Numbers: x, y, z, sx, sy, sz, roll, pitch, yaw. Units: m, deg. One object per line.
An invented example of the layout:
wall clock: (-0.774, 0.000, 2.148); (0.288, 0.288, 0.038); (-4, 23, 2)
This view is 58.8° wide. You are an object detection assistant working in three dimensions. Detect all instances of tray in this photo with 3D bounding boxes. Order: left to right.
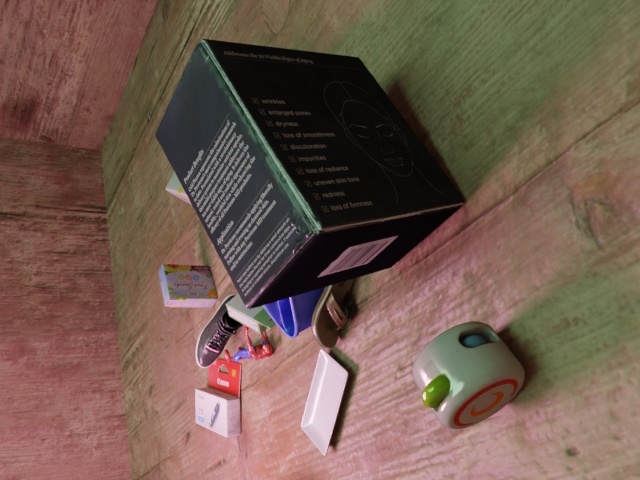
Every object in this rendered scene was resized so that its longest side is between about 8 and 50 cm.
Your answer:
tray: (0.017, 0.462, 1.633); (0.145, 0.030, 0.270); (32, 113, 51)

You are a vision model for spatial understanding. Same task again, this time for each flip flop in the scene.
flip flop: (0.055, 0.174, 1.557); (0.080, 0.112, 0.277); (28, 105, 38)

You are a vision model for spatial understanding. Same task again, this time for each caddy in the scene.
caddy: (-0.102, 0.115, 1.625); (0.241, 0.179, 0.341); (35, 142, 51)

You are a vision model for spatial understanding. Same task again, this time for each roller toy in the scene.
roller toy: (0.287, 0.261, 1.120); (0.191, 0.209, 0.146); (-36, 50, 5)

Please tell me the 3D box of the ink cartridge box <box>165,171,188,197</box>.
ink cartridge box: (-0.326, -0.153, 1.949); (0.385, 0.279, 0.160); (20, 79, 56)

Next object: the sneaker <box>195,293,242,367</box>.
sneaker: (-0.364, 0.336, 2.049); (0.295, 0.105, 0.147); (-62, 14, -3)

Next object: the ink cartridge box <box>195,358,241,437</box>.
ink cartridge box: (-0.400, 0.597, 2.199); (0.296, 0.066, 0.261); (-8, 81, 55)

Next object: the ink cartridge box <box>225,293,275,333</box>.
ink cartridge box: (-0.200, 0.237, 1.871); (0.209, 0.109, 0.062); (21, 137, 34)

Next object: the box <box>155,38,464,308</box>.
box: (-0.024, -0.160, 1.264); (0.297, 0.480, 0.471); (-46, 66, 40)

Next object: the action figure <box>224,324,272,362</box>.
action figure: (-0.250, 0.352, 1.977); (0.280, 0.091, 0.139); (-17, 82, 54)

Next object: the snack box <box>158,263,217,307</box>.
snack box: (-0.541, 0.186, 2.319); (0.070, 0.207, 0.174); (-53, 45, 39)
